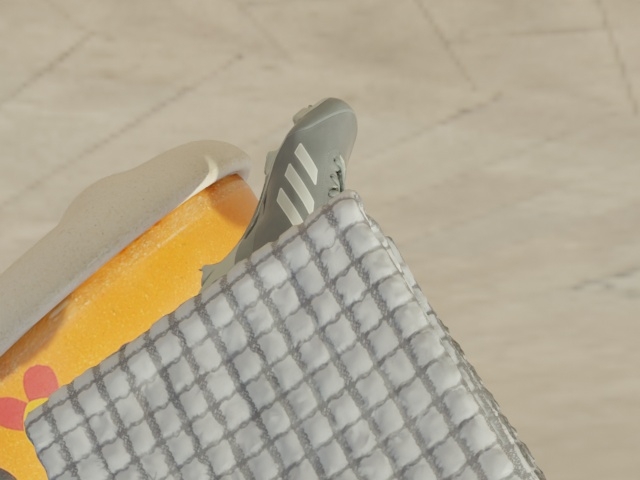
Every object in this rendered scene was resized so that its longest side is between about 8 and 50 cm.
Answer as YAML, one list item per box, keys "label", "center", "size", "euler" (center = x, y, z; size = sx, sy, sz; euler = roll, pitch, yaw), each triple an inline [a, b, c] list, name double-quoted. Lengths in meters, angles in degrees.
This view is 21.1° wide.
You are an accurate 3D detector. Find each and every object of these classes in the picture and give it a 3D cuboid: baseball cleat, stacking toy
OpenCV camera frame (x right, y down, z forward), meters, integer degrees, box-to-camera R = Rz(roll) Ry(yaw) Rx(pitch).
- label: "baseball cleat"
  center: [0.000, 0.000, 1.049]
  size: [0.109, 0.206, 0.072]
  euler: [15, 147, 22]
- label: "stacking toy"
  center: [-0.050, 0.196, 1.234]
  size: [0.350, 0.480, 0.350]
  euler: [-43, 177, -3]

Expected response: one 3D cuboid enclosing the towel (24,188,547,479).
- label: "towel"
  center: [0.002, 0.154, 0.870]
  size: [0.235, 0.283, 0.121]
  euler: [-36, 152, 10]
